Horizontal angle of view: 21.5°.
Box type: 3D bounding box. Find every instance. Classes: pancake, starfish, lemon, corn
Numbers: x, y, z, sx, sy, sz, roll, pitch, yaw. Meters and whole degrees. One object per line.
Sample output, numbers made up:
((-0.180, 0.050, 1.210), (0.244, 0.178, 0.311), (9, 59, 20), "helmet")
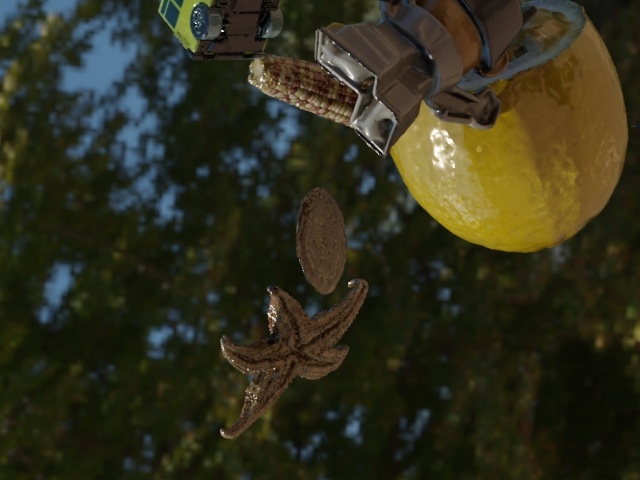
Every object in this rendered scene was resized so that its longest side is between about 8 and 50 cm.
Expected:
((0.001, 0.000, 1.780), (0.115, 0.011, 0.115), (22, -116, -59), "pancake")
((-0.039, 0.127, 1.923), (0.240, 0.043, 0.227), (-53, -37, -3), "starfish")
((0.269, -0.145, 2.380), (0.364, 0.364, 0.364), (7, -90, -76), "lemon")
((0.004, -0.214, 2.442), (0.079, 0.237, 0.079), (-33, 50, 51), "corn")

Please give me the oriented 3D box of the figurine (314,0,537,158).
((0.145, -0.254, 2.105), (0.308, 0.143, 0.308), (-22, -52, -31), "figurine")

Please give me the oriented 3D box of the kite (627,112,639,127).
((0.572, -0.210, 2.751), (0.152, 0.285, 0.015), (-37, -66, -61), "kite")

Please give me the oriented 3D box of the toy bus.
((-0.112, -0.381, 2.248), (0.128, 0.150, 0.262), (-5, -47, -36), "toy bus")
